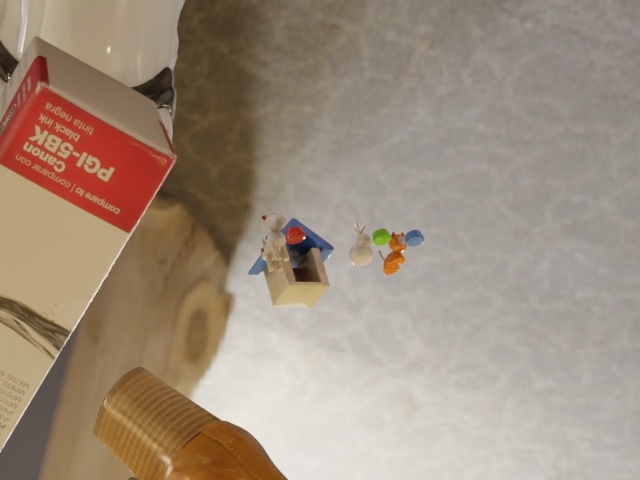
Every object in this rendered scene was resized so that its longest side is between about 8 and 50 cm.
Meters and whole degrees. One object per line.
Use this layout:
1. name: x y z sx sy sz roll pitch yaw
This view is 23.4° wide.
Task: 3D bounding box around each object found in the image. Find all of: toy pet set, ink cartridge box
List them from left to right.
1. ink cartridge box: -0.114 0.002 0.569 0.056 0.099 0.135 29 99 -18
2. toy pet set: 0.000 0.000 1.250 0.122 0.065 0.114 3 145 -29

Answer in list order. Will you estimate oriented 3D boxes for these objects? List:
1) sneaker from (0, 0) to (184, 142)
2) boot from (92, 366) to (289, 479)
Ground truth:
1. sneaker: -0.147 -0.184 0.964 0.137 0.366 0.210 8 107 -18
2. boot: -0.086 0.245 1.126 0.211 0.104 0.295 39 139 22
